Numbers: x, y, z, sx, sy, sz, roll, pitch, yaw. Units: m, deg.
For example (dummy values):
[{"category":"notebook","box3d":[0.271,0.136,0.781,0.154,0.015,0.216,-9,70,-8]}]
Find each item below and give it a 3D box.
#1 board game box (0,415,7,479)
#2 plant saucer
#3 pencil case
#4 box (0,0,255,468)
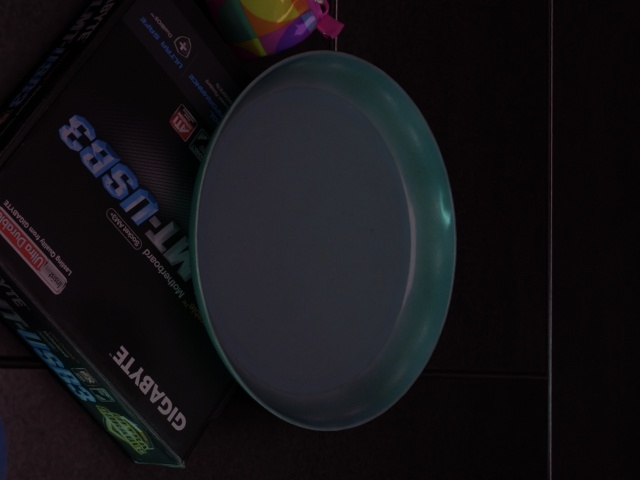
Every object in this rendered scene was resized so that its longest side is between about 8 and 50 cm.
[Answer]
[{"category":"board game box","box3d":[-0.303,0.153,1.146,0.168,0.033,0.133,-24,99,-48]},{"category":"plant saucer","box3d":[0.000,0.000,1.354,0.317,0.043,0.318,0,89,-47]},{"category":"pencil case","box3d":[-0.072,-0.268,1.360,0.104,0.104,0.236,-45,117,-37]},{"category":"box","box3d":[-0.138,-0.021,1.296,0.295,0.073,0.293,53,52,-29]}]
